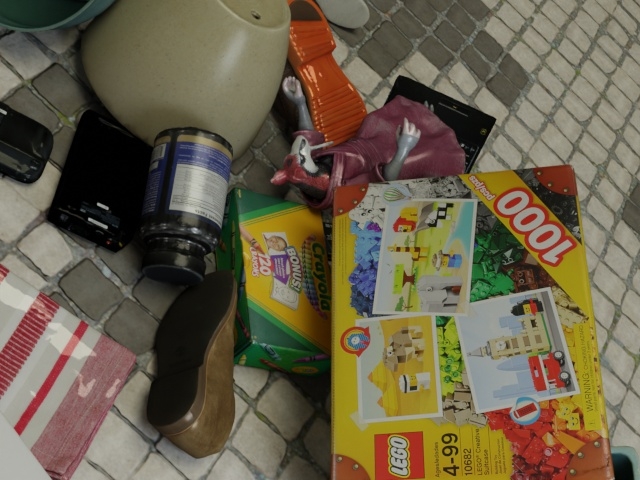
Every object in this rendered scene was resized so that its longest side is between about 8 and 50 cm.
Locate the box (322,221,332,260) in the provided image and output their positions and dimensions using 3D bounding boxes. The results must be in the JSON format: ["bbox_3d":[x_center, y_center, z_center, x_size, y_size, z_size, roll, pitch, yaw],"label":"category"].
[{"bbox_3d":[0.000,0.000,1.970,0.083,0.018,0.067,9,55,-35],"label":"box"}]

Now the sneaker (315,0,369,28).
[{"bbox_3d":[0.008,-0.504,2.307,0.212,0.080,0.094,30,34,-17],"label":"sneaker"}]

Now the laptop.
[{"bbox_3d":[0.204,-0.131,2.143,0.234,0.264,0.136,20,13,-28],"label":"laptop"}]

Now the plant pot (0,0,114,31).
[{"bbox_3d":[-0.405,-0.467,1.817,0.293,0.293,0.196,53,17,5],"label":"plant pot"}]

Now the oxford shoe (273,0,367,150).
[{"bbox_3d":[-0.016,-0.244,2.065,0.130,0.133,0.363,-21,94,-42],"label":"oxford shoe"}]

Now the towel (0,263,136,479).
[{"bbox_3d":[-0.417,0.145,1.515,0.329,0.037,0.237,36,43,-13],"label":"towel"}]

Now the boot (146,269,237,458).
[{"bbox_3d":[-0.167,0.175,1.674,0.115,0.112,0.305,55,31,-37],"label":"boot"}]

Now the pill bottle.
[{"bbox_3d":[-0.205,-0.050,1.742,0.123,0.123,0.219,18,68,-28],"label":"pill bottle"}]

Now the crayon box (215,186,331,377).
[{"bbox_3d":[-0.071,0.066,1.818,0.165,0.081,0.278,13,53,-33],"label":"crayon box"}]

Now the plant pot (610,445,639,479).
[{"bbox_3d":[0.359,0.478,1.731,0.252,0.248,0.247,71,17,-52],"label":"plant pot"}]

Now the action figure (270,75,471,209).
[{"bbox_3d":[0.059,-0.120,1.945,0.370,0.275,0.248,-17,39,-37],"label":"action figure"}]

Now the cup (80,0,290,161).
[{"bbox_3d":[-0.182,-0.323,1.870,0.331,0.237,0.331,26,40,-24],"label":"cup"}]

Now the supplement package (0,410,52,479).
[{"bbox_3d":[-0.440,0.258,1.259,0.293,0.178,0.175,58,41,-14],"label":"supplement package"}]

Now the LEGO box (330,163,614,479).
[{"bbox_3d":[0.210,0.158,1.701,0.373,0.193,0.500,-5,57,9],"label":"LEGO box"}]

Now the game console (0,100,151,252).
[{"bbox_3d":[-0.416,-0.137,1.717,0.361,0.044,0.213,28,45,-21],"label":"game console"}]
